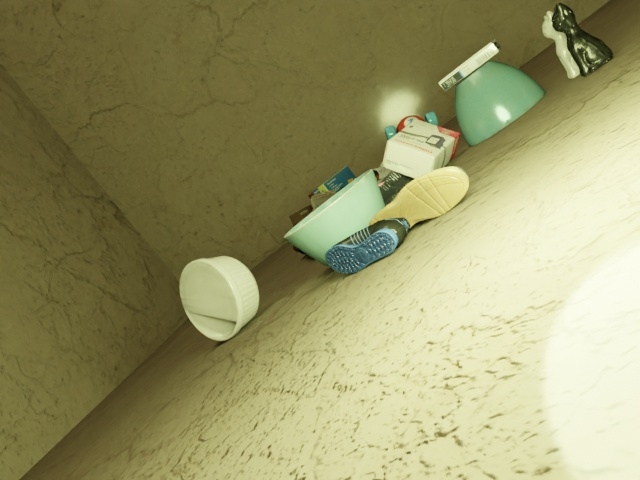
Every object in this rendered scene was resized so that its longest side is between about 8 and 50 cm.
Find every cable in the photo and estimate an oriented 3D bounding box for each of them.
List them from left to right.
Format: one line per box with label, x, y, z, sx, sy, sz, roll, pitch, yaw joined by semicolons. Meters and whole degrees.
cable;0.231;-0.240;2.351;0.257;0.089;0.257;-19;19;40

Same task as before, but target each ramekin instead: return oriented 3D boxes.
ramekin;-0.316;0.175;1.713;0.273;0.272;0.127;-34;-6;39

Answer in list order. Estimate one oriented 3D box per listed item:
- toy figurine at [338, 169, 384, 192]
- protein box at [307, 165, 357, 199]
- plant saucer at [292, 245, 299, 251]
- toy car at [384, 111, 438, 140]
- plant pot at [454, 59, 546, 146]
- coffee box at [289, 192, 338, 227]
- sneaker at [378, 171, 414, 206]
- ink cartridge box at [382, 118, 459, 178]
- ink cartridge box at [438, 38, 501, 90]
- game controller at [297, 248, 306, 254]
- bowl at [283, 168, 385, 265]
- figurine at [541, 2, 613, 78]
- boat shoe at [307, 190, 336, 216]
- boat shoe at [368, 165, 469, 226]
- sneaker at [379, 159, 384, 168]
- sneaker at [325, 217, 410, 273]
toy figurine;0.163;-0.168;2.025;0.210;0.148;0.213;-36;5;20
protein box;0.093;-0.203;2.495;0.200;0.201;0.136;-42;6;-38
plant saucer;-0.035;-0.022;2.301;0.199;0.036;0.198;-36;-30;-25
toy car;0.407;-0.399;2.216;0.220;0.210;0.238;-18;25;5
plant pot;0.563;-0.479;1.782;0.290;0.195;0.290;-38;5;4
coffee box;0.036;-0.111;2.179;0.168;0.118;0.297;-25;1;40
sneaker;0.179;-0.117;1.784;0.319;0.112;0.131;-33;-7;-24
ink cartridge box;0.342;-0.307;1.804;0.237;0.172;0.100;-42;-32;-45
ink cartridge box;0.509;-0.593;1.803;0.206;0.045;0.208;-35;7;31
game controller;0.000;0.000;2.104;0.167;0.067;0.319;-38;6;-8
bowl;0.066;-0.041;1.483;0.312;0.163;0.311;-37;5;3
figurine;0.718;-0.579;1.537;0.092;0.209;0.215;-36;5;16
boat shoe;0.026;-0.064;1.834;0.123;0.116;0.324;-9;26;9
boat shoe;0.224;-0.091;1.216;0.285;0.103;0.092;-41;6;45
sneaker;0.390;-0.384;2.591;0.297;0.111;0.131;-36;6;25
sneaker;0.110;0.011;1.239;0.232;0.081;0.090;-22;12;47
